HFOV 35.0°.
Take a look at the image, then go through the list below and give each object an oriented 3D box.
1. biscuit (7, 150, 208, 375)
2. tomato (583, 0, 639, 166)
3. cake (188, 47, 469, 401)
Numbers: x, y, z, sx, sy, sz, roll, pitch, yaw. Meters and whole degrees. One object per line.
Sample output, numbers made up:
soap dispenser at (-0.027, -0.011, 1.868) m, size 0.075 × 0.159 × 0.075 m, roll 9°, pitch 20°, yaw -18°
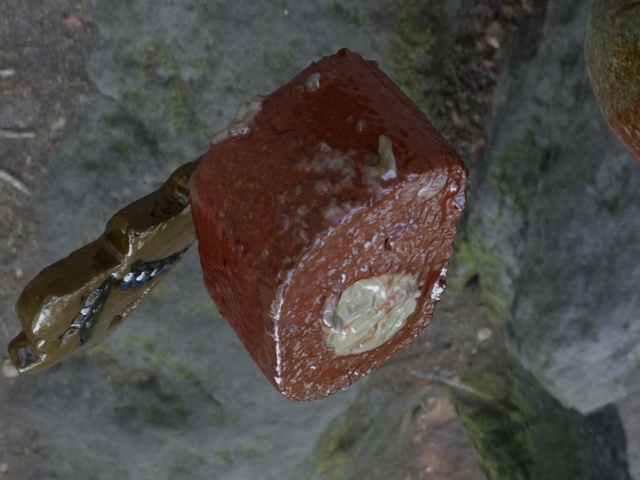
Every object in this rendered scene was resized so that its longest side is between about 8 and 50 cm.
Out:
biscuit at (-0.166, 0.014, 0.942) m, size 0.301 × 0.043 × 0.278 m, roll -45°, pitch 174°, yaw -3°
tomato at (0.392, -0.164, 0.913) m, size 0.303 × 0.304 × 0.239 m, roll -15°, pitch 159°, yaw -2°
cake at (0.000, 0.000, 0.777) m, size 0.177 × 0.151 × 0.283 m, roll -25°, pitch 151°, yaw -22°
